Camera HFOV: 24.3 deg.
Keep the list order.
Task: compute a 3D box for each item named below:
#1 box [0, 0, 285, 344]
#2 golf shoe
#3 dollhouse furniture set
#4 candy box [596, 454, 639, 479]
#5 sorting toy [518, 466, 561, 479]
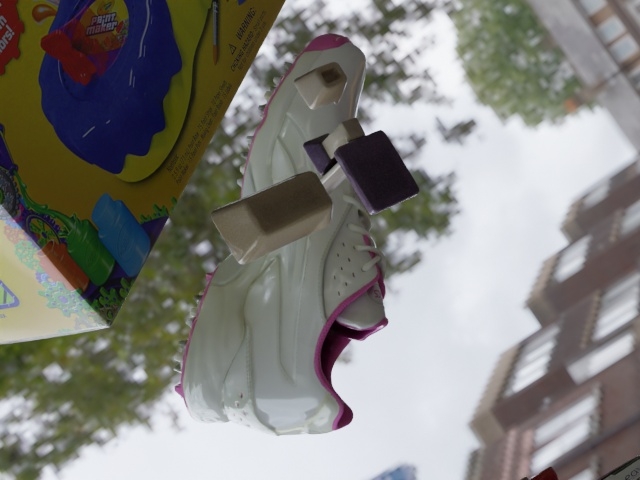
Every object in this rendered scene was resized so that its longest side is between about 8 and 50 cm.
[{"bbox_3d":[-0.195,-0.140,0.800,0.279,0.177,0.290,52,-136,-33],"label":"box"},{"bbox_3d":[0.000,0.000,1.095,0.140,0.306,0.115,15,173,17],"label":"golf shoe"},{"bbox_3d":[-0.027,-0.029,0.807,0.114,0.081,0.091,-25,-100,-36],"label":"dollhouse furniture set"},{"bbox_3d":[0.219,0.198,0.622,0.233,0.071,0.159,36,150,59],"label":"candy box"},{"bbox_3d":[0.079,0.164,0.755,0.046,0.132,0.274,57,-159,9],"label":"sorting toy"}]
